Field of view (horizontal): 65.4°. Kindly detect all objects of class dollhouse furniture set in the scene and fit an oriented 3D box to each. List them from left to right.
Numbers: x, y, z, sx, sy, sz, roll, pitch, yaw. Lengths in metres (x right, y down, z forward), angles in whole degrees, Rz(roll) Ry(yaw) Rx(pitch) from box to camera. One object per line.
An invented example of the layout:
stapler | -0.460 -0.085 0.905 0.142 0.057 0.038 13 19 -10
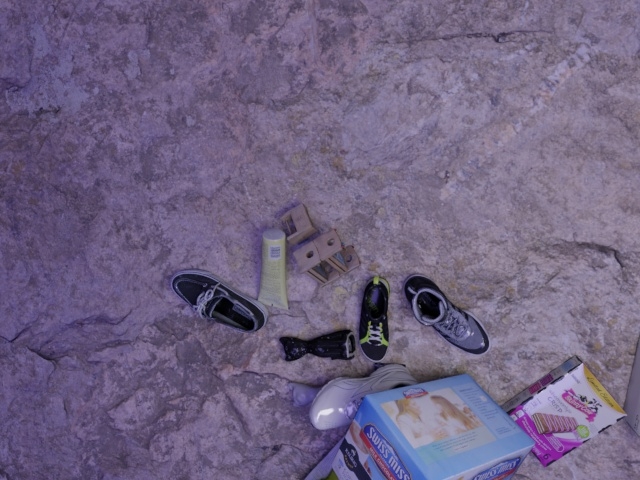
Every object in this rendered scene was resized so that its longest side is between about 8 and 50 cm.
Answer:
dollhouse furniture set | 0.000 0.000 1.318 0.129 0.129 0.183 -30 57 12

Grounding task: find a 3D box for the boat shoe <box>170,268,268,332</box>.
boat shoe | -0.297 0.174 1.384 0.306 0.105 0.113 29 102 11

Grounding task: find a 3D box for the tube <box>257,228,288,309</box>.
tube | -0.128 0.083 1.342 0.070 0.062 0.240 41 137 45

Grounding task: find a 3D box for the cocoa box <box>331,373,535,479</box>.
cocoa box | 0.248 0.474 1.109 0.231 0.347 0.228 47 126 44

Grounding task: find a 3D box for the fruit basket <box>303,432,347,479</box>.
fruit basket | 0.128 0.667 1.277 0.353 0.165 0.327 -45 54 -3

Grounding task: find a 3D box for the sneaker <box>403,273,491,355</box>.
sneaker | 0.309 0.196 1.226 0.268 0.153 0.101 43 102 7

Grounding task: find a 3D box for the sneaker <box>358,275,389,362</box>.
sneaker | 0.135 0.207 1.294 0.084 0.097 0.234 0 94 13

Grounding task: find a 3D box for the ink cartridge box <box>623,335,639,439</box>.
ink cartridge box | 0.883 0.356 1.119 0.306 0.131 0.226 10 96 13

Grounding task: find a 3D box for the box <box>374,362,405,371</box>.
box | 0.186 0.364 1.333 0.083 0.018 0.067 0 94 13

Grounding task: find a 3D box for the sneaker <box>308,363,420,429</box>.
sneaker | 0.113 0.384 1.216 0.297 0.129 0.111 -18 96 -19

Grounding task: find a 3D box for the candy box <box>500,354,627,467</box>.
candy box | 0.588 0.417 1.220 0.233 0.071 0.159 -41 84 11

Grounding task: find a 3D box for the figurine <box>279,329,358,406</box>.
figurine | -0.003 0.355 1.349 0.209 0.092 0.215 -7 93 21
